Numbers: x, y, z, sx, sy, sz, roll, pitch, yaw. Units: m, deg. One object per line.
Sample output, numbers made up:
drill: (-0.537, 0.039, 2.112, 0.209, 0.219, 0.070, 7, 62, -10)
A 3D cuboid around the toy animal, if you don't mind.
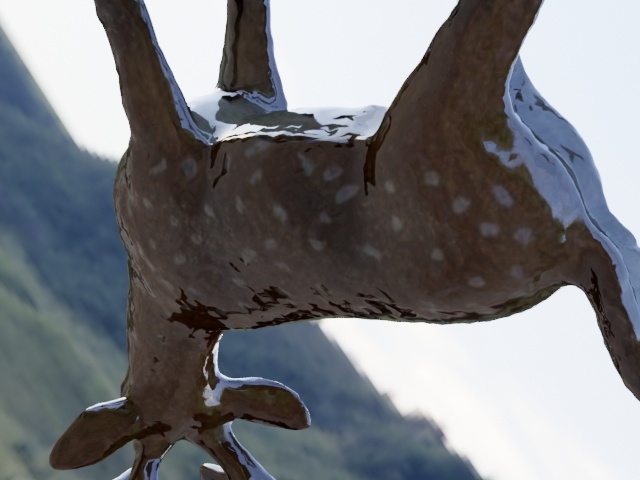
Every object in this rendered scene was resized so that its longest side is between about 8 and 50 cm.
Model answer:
toy animal: (-0.015, 0.005, 0.567, 0.243, 0.087, 0.260, 2, -73, 51)
